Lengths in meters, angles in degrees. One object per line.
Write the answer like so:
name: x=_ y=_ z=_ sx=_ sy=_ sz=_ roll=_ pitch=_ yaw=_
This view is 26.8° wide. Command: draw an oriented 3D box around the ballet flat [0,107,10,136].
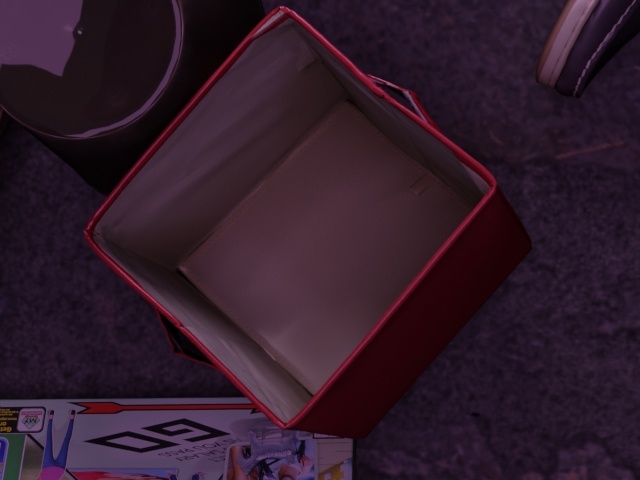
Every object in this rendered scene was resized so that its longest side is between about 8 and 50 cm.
ballet flat: x=-0.268 y=-0.077 z=0.918 sx=0.116 sy=0.124 sz=0.342 roll=16 pitch=104 yaw=-28

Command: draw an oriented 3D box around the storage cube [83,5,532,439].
storage cube: x=0.000 y=0.000 z=0.868 sx=0.183 sy=0.193 sz=0.215 roll=41 pitch=93 yaw=18

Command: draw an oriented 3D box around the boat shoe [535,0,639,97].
boat shoe: x=0.259 y=-0.204 z=0.910 sx=0.092 sy=0.103 sz=0.285 roll=39 pitch=88 yaw=8

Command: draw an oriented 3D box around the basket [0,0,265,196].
basket: x=-0.129 y=-0.125 z=0.882 sx=0.154 sy=0.227 sz=0.204 roll=22 pitch=93 yaw=4

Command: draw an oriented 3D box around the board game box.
board game box: x=-0.134 y=0.213 z=0.927 sx=0.317 sy=0.046 sz=0.214 roll=-2 pitch=56 yaw=5
